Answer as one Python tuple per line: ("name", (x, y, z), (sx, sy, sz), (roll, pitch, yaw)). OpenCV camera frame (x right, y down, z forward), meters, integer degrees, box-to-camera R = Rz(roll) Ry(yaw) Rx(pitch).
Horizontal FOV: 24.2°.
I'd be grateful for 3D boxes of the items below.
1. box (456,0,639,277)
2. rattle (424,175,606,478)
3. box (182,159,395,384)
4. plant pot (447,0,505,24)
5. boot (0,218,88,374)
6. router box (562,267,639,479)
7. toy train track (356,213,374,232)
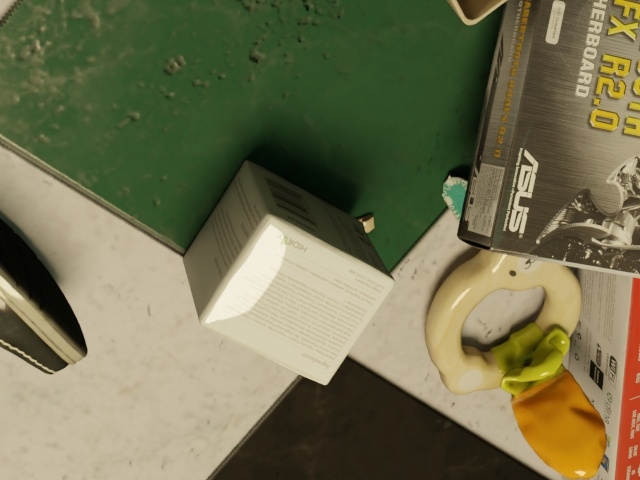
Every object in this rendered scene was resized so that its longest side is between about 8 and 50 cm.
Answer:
("box", (0.201, -0.094, 0.980), (0.183, 0.056, 0.231), (10, 94, -20))
("rattle", (0.147, 0.052, 1.064), (0.130, 0.142, 0.199), (2, 127, -6))
("box", (-0.023, 0.020, 0.968), (0.102, 0.101, 0.087), (29, 104, -22))
("plant pot", (0.088, -0.214, 0.888), (0.109, 0.096, 0.109), (-37, 128, -2))
("boot", (-0.273, 0.041, 0.883), (0.178, 0.085, 0.236), (-42, 122, 6))
("router box", (0.349, 0.050, 1.192), (0.301, 0.082, 0.335), (-15, 125, -17))
("toy train track", (0.000, 0.000, 1.034), (0.083, 0.014, 0.048), (-17, 126, -16))
